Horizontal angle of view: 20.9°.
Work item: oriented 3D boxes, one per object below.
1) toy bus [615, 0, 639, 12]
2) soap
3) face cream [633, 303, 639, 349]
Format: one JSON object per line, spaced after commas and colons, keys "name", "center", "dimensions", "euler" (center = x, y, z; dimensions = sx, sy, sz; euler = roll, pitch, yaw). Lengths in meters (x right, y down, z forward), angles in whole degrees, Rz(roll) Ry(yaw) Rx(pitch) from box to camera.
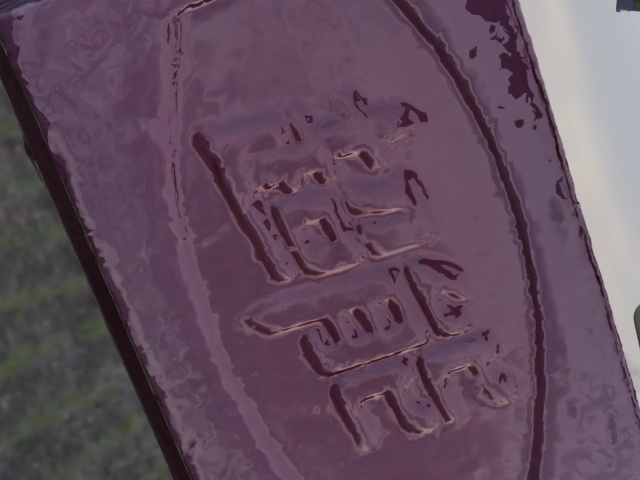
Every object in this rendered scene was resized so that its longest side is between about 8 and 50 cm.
{"name": "toy bus", "center": [0.281, -0.278, 1.403], "dimensions": [0.064, 0.075, 0.191], "euler": [-28, 123, -60]}
{"name": "soap", "center": [0.000, 0.000, 0.841], "dimensions": [0.360, 0.233, 0.128], "euler": [69, -11, -24]}
{"name": "face cream", "center": [0.343, 0.206, 1.304], "dimensions": [0.081, 0.173, 0.349], "euler": [127, -38, -55]}
